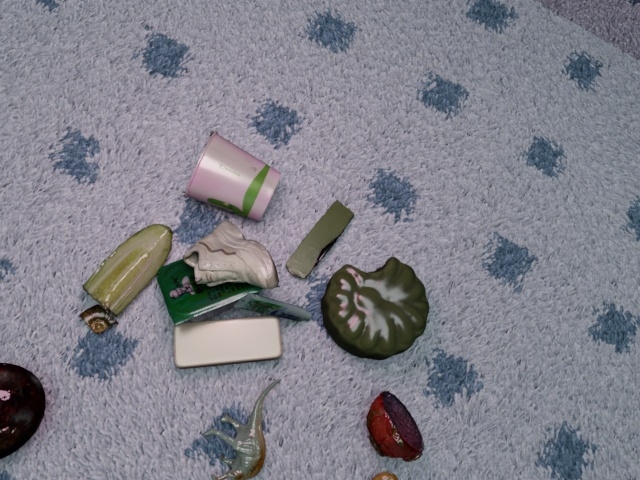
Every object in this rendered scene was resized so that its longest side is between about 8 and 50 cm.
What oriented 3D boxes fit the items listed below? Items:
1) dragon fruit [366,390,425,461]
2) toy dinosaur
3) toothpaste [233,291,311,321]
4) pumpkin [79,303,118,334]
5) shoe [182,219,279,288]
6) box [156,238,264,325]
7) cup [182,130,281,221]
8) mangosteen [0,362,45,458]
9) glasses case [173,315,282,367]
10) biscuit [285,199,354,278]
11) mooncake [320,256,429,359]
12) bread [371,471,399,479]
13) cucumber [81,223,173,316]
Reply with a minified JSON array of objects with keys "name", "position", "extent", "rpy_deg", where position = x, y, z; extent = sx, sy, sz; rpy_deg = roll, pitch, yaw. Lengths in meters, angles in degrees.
[{"name":"dragon fruit","position":[0.207,0.600,1.691],"extent":[0.148,0.218,0.223],"rpy_deg":[-37,36,13]},{"name":"toy dinosaur","position":[-0.235,0.594,1.653],"extent":[0.205,0.092,0.393],"rpy_deg":[35,69,2]},{"name":"toothpaste","position":[-0.141,0.217,1.724],"extent":[0.297,0.075,0.048],"rpy_deg":[22,35,-44]},{"name":"pumpkin","position":[-0.701,0.253,1.716],"extent":[0.101,0.035,0.073],"rpy_deg":[45,60,9]},{"name":"shoe","position":[-0.279,0.081,1.640],"extent":[0.210,0.132,0.342],"rpy_deg":[-35,45,-24]},{"name":"box","position":[-0.331,0.146,1.740],"extent":[0.337,0.106,0.264],"rpy_deg":[-21,45,-14]},{"name":"cup","position":[-0.289,-0.203,1.829],"extent":[0.274,0.253,0.253],"rpy_deg":[24,70,-10]},{"name":"mangosteen","position":[-0.918,0.463,1.496],"extent":[0.288,0.288,0.288],"rpy_deg":[3,72,-9]},{"name":"glasses case","position":[-0.295,0.325,1.736],"extent":[0.337,0.076,0.144],"rpy_deg":[-3,74,-10]},{"name":"biscuit","position":[0.000,0.000,1.908],"extent":[0.099,0.038,0.322],"rpy_deg":[35,71,6]},{"name":"mooncake","position":[0.180,0.227,1.791],"extent":[0.351,0.187,0.351],"rpy_deg":[4,72,-11]},{"name":"bread","position":[0.179,0.805,1.665],"extent":[0.114,0.077,0.189],"rpy_deg":[27,70,21]},{"name":"cucumber","position":[-0.604,0.084,1.751],"extent":[0.145,0.105,0.325],"rpy_deg":[26,68,28]}]
